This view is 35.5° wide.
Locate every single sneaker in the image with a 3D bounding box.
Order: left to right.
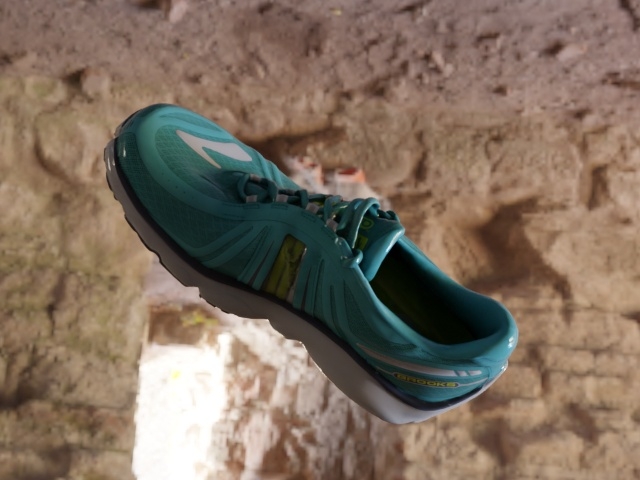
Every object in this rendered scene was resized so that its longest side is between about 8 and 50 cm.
[{"bbox_3d":[0.000,0.000,0.604,0.275,0.107,0.110,35,143,-8],"label":"sneaker"}]
